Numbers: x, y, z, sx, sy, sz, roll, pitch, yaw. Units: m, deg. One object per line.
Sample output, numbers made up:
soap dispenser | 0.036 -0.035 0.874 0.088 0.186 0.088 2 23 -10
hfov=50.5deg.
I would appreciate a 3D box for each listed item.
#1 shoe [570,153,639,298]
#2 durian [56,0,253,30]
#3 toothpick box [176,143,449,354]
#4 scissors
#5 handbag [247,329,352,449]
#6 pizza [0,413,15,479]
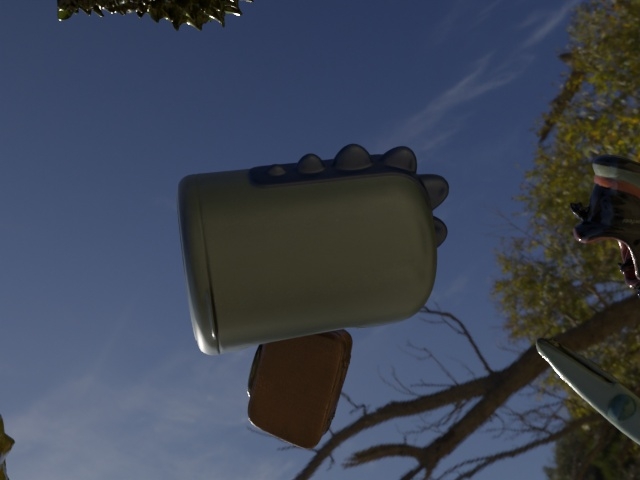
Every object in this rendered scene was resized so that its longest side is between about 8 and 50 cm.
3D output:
shoe | 0.418 0.020 0.782 0.137 0.291 0.114 -58 -7 15
durian | -0.151 -0.342 0.847 0.375 0.132 0.106 -28 -7 -18
toothpick box | 0.000 0.000 0.898 0.355 0.263 0.262 -7 -57 -9
scissors | 0.351 0.195 0.758 0.041 0.289 0.138 20 -74 -42
handbag | -0.038 0.222 1.101 0.072 0.151 0.193 -14 -59 -73
pizza | -0.230 0.045 0.337 0.075 0.280 0.287 -20 -56 12
